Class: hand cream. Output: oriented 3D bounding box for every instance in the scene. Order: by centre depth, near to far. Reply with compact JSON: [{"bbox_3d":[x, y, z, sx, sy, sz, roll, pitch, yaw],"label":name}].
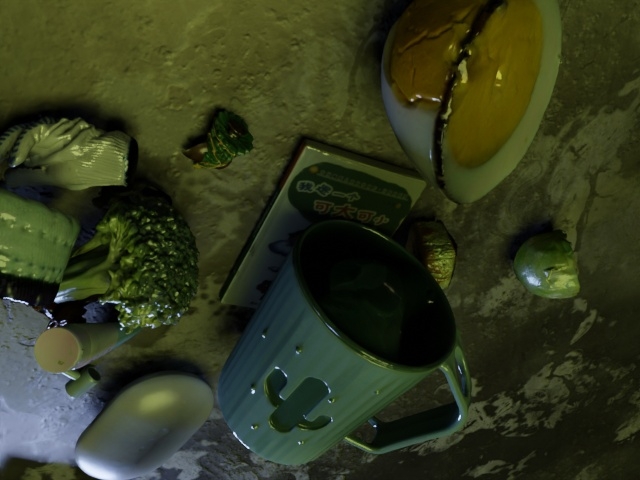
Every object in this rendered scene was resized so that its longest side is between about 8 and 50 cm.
[{"bbox_3d":[-0.376,0.164,1.135,0.111,0.070,0.312,-27,178,-1],"label":"hand cream"}]

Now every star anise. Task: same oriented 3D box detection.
[{"bbox_3d":[-0.413,0.093,1.156,0.144,0.158,0.140,-52,147,-24],"label":"star anise"}]

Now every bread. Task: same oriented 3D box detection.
[{"bbox_3d":[0.208,0.035,1.305,0.069,0.140,0.128,-1,125,-11],"label":"bread"}]

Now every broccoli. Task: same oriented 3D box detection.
[{"bbox_3d":[-0.315,0.028,1.062,0.243,0.263,0.247,-16,102,2],"label":"broccoli"}]

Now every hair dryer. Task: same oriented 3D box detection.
[{"bbox_3d":[-0.486,0.251,1.286,0.063,0.038,0.124,-38,127,12],"label":"hair dryer"}]

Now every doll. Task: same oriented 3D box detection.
[{"bbox_3d":[-0.157,-0.135,1.050,0.078,0.076,0.113,18,122,-43],"label":"doll"}]

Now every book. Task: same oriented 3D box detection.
[{"bbox_3d":[0.000,0.000,1.256,0.260,0.043,0.371,12,125,-30],"label":"book"}]

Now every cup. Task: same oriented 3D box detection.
[{"bbox_3d":[0.039,0.221,1.191,0.310,0.401,0.392,-13,148,-48],"label":"cup"}]

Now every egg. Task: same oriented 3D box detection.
[{"bbox_3d":[0.205,-0.242,1.016,0.337,0.201,0.337,-28,135,-33],"label":"egg"}]

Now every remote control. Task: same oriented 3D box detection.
[{"bbox_3d":[-0.363,0.387,1.403,0.221,0.103,0.332,25,117,-43],"label":"remote control"}]

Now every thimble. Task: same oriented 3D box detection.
[{"bbox_3d":[-0.453,-0.004,0.935,0.237,0.237,0.150,28,82,-37],"label":"thimble"}]

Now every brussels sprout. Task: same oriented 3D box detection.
[{"bbox_3d":[0.474,0.059,1.434,0.122,0.149,0.151,-14,119,12],"label":"brussels sprout"}]

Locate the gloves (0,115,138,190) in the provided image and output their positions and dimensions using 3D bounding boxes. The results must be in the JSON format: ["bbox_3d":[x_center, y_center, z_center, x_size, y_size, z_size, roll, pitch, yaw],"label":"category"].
[{"bbox_3d":[-0.375,-0.120,0.957,0.229,0.097,0.119,-2,132,-18],"label":"gloves"}]
